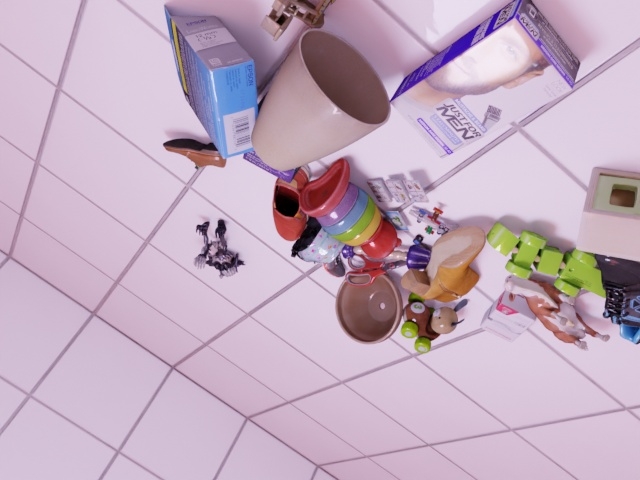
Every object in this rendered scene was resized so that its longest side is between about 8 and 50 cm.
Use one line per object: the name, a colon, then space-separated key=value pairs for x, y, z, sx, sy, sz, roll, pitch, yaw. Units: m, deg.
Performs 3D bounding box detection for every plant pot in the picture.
plant pot: x=-0.029 y=-0.284 z=1.414 sx=0.256 sy=0.256 sz=0.274 roll=41 pitch=130 yaw=-16
plant pot: x=0.173 y=0.211 z=2.006 sx=0.237 sy=0.237 sz=0.110 roll=-2 pitch=174 yaw=36

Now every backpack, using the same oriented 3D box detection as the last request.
backpack: x=0.000 y=0.000 z=1.842 sx=0.115 sy=0.152 sz=0.182 roll=27 pitch=172 yaw=-12

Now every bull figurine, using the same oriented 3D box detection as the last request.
bull figurine: x=0.630 y=0.188 z=1.693 sx=0.310 sy=0.101 sz=0.188 roll=37 pitch=-179 yaw=-23

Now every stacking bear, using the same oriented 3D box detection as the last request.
stacking bear: x=0.100 y=-0.056 z=1.735 sx=0.175 sy=0.164 sz=0.289 roll=-35 pitch=122 yaw=28

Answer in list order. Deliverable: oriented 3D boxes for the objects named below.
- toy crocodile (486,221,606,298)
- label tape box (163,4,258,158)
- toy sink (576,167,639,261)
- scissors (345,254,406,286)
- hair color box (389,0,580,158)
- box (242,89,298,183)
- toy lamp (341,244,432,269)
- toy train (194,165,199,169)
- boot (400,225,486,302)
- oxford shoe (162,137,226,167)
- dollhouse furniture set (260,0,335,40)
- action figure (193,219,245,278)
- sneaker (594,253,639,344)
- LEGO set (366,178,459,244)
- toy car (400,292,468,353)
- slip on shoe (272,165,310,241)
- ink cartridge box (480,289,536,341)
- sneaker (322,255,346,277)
toy crocodile: x=0.583 y=0.051 z=1.588 sx=0.341 sy=0.105 sz=0.115 roll=21 pitch=108 yaw=4
label tape box: x=-0.268 y=-0.406 z=1.552 sx=0.249 sy=0.115 sz=0.347 roll=89 pitch=155 yaw=-47
toy sink: x=0.688 y=-0.053 z=1.344 sx=0.234 sy=0.152 sz=0.131 roll=13 pitch=141 yaw=23
scissors: x=0.204 y=0.090 z=1.915 sx=0.297 sy=0.021 sz=0.109 roll=-1 pitch=92 yaw=31
hair color box: x=0.329 y=-0.324 z=1.299 sx=0.185 sy=0.110 sz=0.339 roll=43 pitch=140 yaw=-17
box: x=-0.101 y=-0.276 z=1.647 sx=0.153 sy=0.108 sz=0.207 roll=28 pitch=145 yaw=3
toy lamp: x=0.200 y=0.040 z=1.853 sx=0.275 sy=0.080 sz=0.080 roll=9 pitch=139 yaw=29
toy train: x=-0.369 y=-0.245 z=1.938 sx=0.017 sy=0.023 sz=0.083 roll=36 pitch=144 yaw=-9
boot: x=0.384 y=0.072 z=1.734 sx=0.211 sy=0.104 sz=0.295 roll=16 pitch=136 yaw=-40
oxford shoe: x=-0.377 y=-0.256 z=1.874 sx=0.212 sy=0.076 sz=0.076 roll=15 pitch=126 yaw=19
dollhouse furniture set: x=-0.016 y=-0.499 z=1.272 sx=0.101 sy=0.161 sz=0.182 roll=36 pitch=145 yaw=-9
action figure: x=-0.363 y=0.058 z=2.206 sx=0.164 sy=0.141 sz=0.275 roll=5 pitch=137 yaw=13
sneaker: x=0.728 y=0.129 z=1.479 sx=0.341 sy=0.139 sz=0.125 roll=41 pitch=175 yaw=-33
LEGO set: x=0.257 y=-0.083 z=1.711 sx=0.182 sy=0.060 sz=0.244 roll=4 pitch=137 yaw=49
toy car: x=0.362 y=0.236 z=1.928 sx=0.188 sy=0.155 sz=0.149 roll=-22 pitch=121 yaw=36
slip on shoe: x=-0.097 y=-0.098 z=1.867 sx=0.123 sy=0.101 sz=0.331 roll=22 pitch=145 yaw=8
ink cartridge box: x=0.553 y=0.223 z=1.844 sx=0.109 sy=0.063 sz=0.150 roll=26 pitch=145 yaw=4
sneaker: x=0.038 y=0.058 z=2.002 sx=0.065 sy=0.061 sz=0.158 roll=-22 pitch=121 yaw=40
